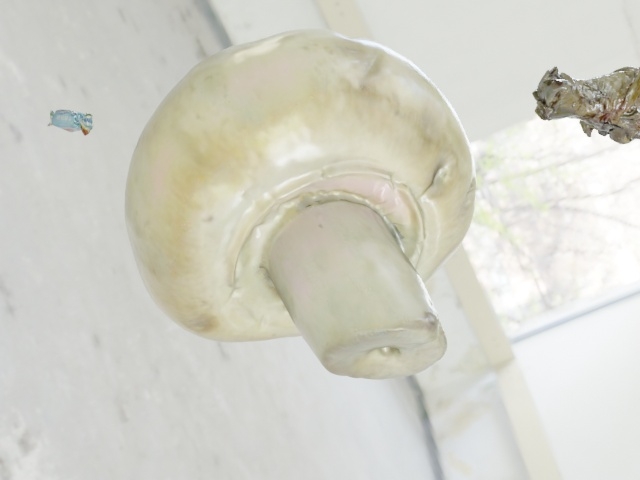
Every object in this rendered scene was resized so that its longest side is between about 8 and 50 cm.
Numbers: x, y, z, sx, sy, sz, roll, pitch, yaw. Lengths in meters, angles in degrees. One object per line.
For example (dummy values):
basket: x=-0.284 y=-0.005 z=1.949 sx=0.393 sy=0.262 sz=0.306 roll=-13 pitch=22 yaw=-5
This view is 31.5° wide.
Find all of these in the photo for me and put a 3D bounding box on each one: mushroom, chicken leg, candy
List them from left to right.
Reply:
candy: x=-0.295 y=-0.139 z=1.336 sx=0.020 sy=0.083 sz=0.030 roll=8 pitch=89 yaw=-49
mushroom: x=-0.020 y=-0.016 z=1.132 sx=0.353 sy=0.325 sz=0.353 roll=30 pitch=52 yaw=-49
chicken leg: x=0.308 y=-0.153 z=1.216 sx=0.125 sy=0.196 sz=0.080 roll=105 pitch=-28 yaw=-57
